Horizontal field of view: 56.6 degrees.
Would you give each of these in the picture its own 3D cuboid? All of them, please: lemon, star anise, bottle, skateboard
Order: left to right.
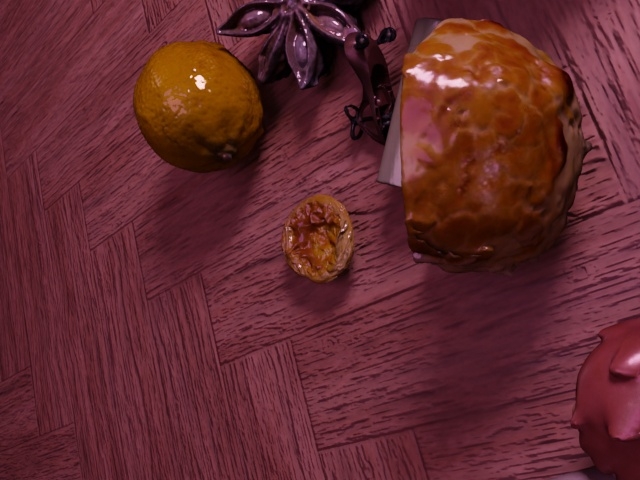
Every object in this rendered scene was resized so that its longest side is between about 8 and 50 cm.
[{"bbox_3d":[-0.185,-0.202,0.910,0.192,0.192,0.231,-46,54,28],"label":"lemon"},{"bbox_3d":[-0.027,-0.333,0.845,0.236,0.109,0.223,-32,90,19],"label":"star anise"},{"bbox_3d":[0.063,-0.195,0.774,0.080,0.067,0.151,0,110,44],"label":"skateboard"},{"bbox_3d":[0.126,-0.161,0.727,0.072,0.072,0.201,18,98,39],"label":"bottle"}]

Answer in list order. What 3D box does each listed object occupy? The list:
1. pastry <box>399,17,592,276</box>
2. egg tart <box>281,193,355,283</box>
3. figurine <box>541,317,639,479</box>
[{"bbox_3d":[0.176,-0.089,0.590,0.170,0.237,0.255,10,93,22],"label":"pastry"},{"bbox_3d":[0.000,0.000,0.834,0.130,0.052,0.130,-3,85,38],"label":"egg tart"},{"bbox_3d":[0.290,0.176,0.524,0.207,0.166,0.386,10,97,9],"label":"figurine"}]
